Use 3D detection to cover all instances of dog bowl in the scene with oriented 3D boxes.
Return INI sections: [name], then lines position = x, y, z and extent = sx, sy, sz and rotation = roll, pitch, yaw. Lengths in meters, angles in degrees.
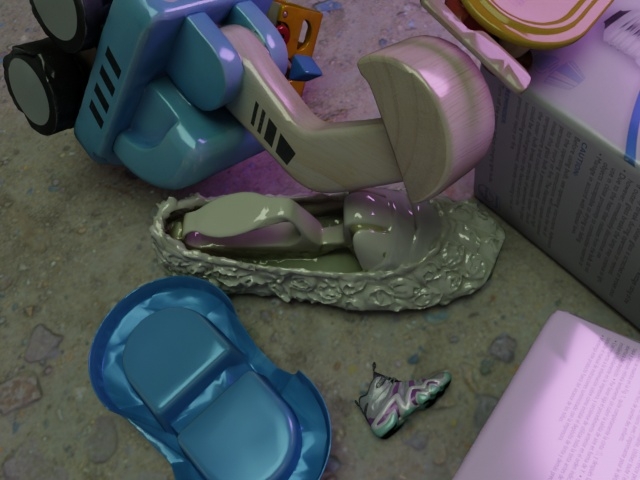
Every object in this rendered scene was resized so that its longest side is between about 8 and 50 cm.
[dog bowl]
position = -0.111, 0.166, 0.684
extent = 0.166, 0.074, 0.297
rotation = -42, 62, -14

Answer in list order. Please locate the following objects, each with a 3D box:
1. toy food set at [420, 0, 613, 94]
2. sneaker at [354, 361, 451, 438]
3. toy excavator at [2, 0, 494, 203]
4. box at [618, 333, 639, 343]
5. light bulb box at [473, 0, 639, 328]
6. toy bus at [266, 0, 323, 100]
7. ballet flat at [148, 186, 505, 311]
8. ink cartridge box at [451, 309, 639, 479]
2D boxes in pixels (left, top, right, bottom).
[toy food set]
position = 0.174, -0.207, 0.590
extent = 0.128, 0.071, 0.218
rotation = 40, 65, 9
[sneaker]
position = 0.080, 0.148, 0.679
extent = 0.098, 0.038, 0.069
rotation = -33, 60, -10
[toy excavator]
position = -0.088, -0.156, 0.702
extent = 0.445, 0.433, 0.222
rotation = 50, 48, 5
[box]
position = 0.273, 0.221, 0.510
extent = 0.169, 0.087, 0.290
rotation = 19, 42, 22
[light bulb box]
position = 0.408, -0.103, 0.658
extent = 0.358, 0.225, 0.361
rotation = -37, 59, -12
[toy bus]
position = -0.067, -0.223, 0.874
extent = 0.202, 0.104, 0.191
rotation = -25, 78, 42
[ballet flat]
position = 0.000, 0.000, 0.728
extent = 0.409, 0.147, 0.147
rotation = -2, 59, 8
[ink cartridge box]
position = 0.216, 0.198, 0.415
extent = 0.261, 0.066, 0.296
rotation = 23, 45, 28
